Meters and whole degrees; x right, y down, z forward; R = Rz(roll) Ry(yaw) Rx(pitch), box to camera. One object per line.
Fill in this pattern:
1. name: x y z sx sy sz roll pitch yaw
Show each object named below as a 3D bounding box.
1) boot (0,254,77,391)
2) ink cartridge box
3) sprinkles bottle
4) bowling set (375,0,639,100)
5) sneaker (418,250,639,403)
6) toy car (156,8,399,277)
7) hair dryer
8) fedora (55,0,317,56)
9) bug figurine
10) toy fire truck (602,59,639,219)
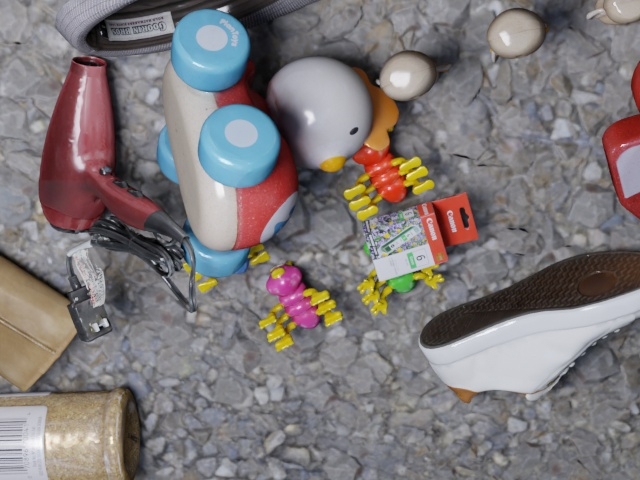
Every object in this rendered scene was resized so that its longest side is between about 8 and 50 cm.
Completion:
1. boot: -0.373 0.016 1.427 0.269 0.089 0.236 38 122 -14
2. ink cartridge box: 0.107 -0.004 1.354 0.115 0.029 0.062 -17 119 5
3. sprinkles bottle: -0.396 0.239 1.509 0.355 0.121 0.121 -3 115 4
4. bowling set: 0.171 -0.263 1.256 0.287 0.154 0.199 -14 95 11
5. sneaker: 0.264 0.102 1.434 0.290 0.106 0.123 -20 117 23
6. toy car: -0.025 -0.102 1.270 0.238 0.210 0.219 -10 154 -16
7. hair dryer: -0.209 -0.051 1.340 0.224 0.080 0.293 -22 85 41
8. fedora: -0.127 -0.271 1.226 0.275 0.244 0.124 -16 85 24
9. bug figurine: 0.000 0.000 1.406 0.279 0.072 0.216 -23 119 8
10. toy fire truck: 0.453 -0.081 1.313 0.302 0.169 0.254 -17 132 11
